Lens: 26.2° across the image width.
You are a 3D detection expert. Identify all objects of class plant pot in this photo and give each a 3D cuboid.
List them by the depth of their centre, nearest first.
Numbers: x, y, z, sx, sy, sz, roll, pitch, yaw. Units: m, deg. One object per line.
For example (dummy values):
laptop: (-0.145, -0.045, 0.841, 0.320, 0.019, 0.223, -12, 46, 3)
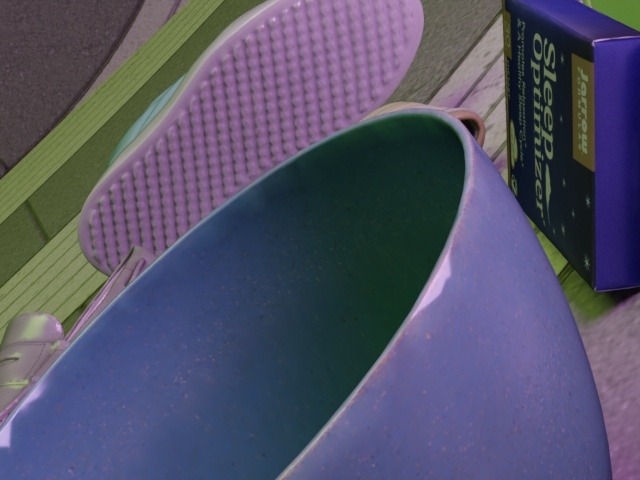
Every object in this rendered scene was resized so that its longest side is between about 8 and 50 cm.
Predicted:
plant pot: (0.004, 0.116, 0.561, 0.290, 0.195, 0.290, -37, 19, 15)

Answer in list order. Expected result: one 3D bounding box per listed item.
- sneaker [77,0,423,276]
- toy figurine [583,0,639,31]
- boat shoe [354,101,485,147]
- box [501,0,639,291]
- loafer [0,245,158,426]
sneaker: (-0.070, -0.123, 1.193, 0.366, 0.135, 0.150, -36, 23, 17)
toy figurine: (0.208, -0.150, 0.900, 0.173, 0.130, 0.159, -26, 3, -19)
boat shoe: (0.000, 0.000, 0.970, 0.285, 0.104, 0.089, -47, 16, -16)
box: (0.145, -0.061, 0.774, 0.037, 0.136, 0.225, -7, 19, -7)
loafer: (-0.206, 0.111, 1.028, 0.112, 0.111, 0.319, -38, 1, 42)
